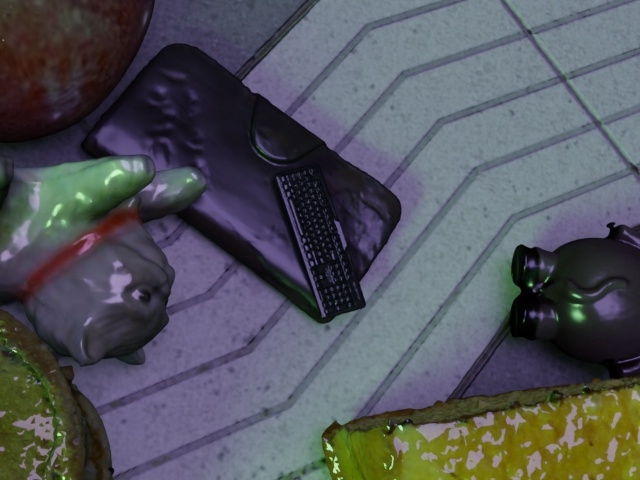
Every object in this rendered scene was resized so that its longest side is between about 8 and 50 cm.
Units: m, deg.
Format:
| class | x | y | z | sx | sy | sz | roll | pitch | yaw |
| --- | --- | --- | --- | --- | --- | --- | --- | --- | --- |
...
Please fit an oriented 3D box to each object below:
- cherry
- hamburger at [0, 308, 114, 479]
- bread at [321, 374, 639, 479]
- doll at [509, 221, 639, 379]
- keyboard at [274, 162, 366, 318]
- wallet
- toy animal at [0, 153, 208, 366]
| class | x | y | z | sx | sy | sz | roll | pitch | yaw |
| --- | --- | --- | --- | --- | --- | --- | --- | --- | --- |
| cherry | -0.275 | -0.235 | 1.048 | 0.236 | 0.213 | 0.285 | 15 | 79 | -3 |
| hamburger | -0.307 | 0.188 | 0.878 | 0.318 | 0.195 | 0.277 | 27 | 64 | 19 |
| bread | 0.186 | 0.230 | 1.053 | 0.340 | 0.194 | 0.179 | -7 | 82 | -13 |
| doll | 0.327 | 0.072 | 1.187 | 0.257 | 0.117 | 0.182 | 8 | 76 | -13 |
| keyboard | 0.000 | 0.000 | 1.128 | 0.053 | 0.010 | 0.155 | -16 | 82 | -23 |
| wallet | -0.072 | -0.065 | 1.149 | 0.309 | 0.042 | 0.165 | 37 | 69 | -4 |
| toy animal | -0.264 | 0.017 | 0.966 | 0.266 | 0.308 | 0.188 | 1 | 88 | 11 |
